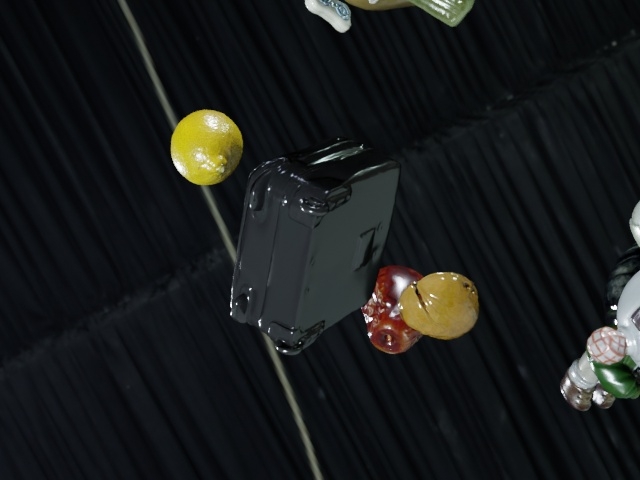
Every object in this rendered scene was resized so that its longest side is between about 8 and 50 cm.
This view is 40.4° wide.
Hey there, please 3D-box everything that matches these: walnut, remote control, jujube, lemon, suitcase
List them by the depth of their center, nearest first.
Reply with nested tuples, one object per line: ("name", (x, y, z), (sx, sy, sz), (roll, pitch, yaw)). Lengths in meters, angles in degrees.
("suitcase", (0.000, 0.000, 1.612), (0.188, 0.345, 0.339), (26, 31, 30))
("remote control", (0.018, -0.502, 1.873), (0.032, 0.122, 0.074), (-29, 48, 38))
("walnut", (0.272, 0.158, 1.885), (0.167, 0.211, 0.087), (-46, 41, 21))
("jujube", (0.188, 0.173, 2.145), (0.190, 0.190, 0.255), (-24, 25, 29))
("lemon", (-0.287, -0.235, 2.197), (0.187, 0.187, 0.244), (-27, 35, 3))

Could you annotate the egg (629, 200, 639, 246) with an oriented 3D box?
("egg", (0.616, -0.019, 1.408), (0.217, 0.183, 0.183), (4, 14, 13))

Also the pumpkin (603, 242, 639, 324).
("pumpkin", (0.649, 0.128, 1.620), (0.296, 0.296, 0.296), (-27, 6, 3))

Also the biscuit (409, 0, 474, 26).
("biscuit", (0.047, -0.366, 0.996), (0.099, 0.322, 0.038), (-57, -5, 9))

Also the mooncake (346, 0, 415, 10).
("mooncake", (0.125, -0.670, 1.656), (0.262, 0.467, 0.467), (-11, 5, -4))

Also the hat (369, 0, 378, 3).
("hat", (0.101, -0.468, 1.214), (0.164, 0.219, 0.226), (-6, 27, 39))

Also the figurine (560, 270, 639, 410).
("figurine", (0.508, 0.149, 1.331), (0.281, 0.167, 0.370), (1, -36, -22))
